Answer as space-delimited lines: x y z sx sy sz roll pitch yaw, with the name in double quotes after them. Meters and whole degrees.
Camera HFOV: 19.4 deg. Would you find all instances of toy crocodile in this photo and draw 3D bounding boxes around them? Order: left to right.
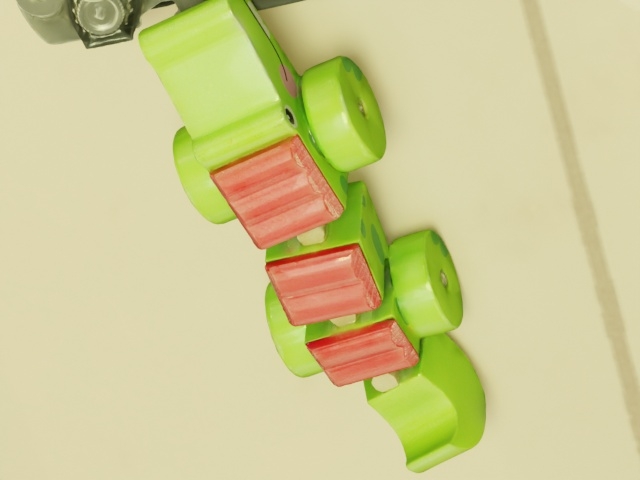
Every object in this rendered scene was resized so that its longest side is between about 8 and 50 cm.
0.000 0.000 1.116 0.115 0.105 0.340 -18 124 17 "toy crocodile"

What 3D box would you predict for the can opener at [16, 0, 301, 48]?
-0.042 -0.179 1.087 0.283 0.095 0.076 -12 121 1 "can opener"
